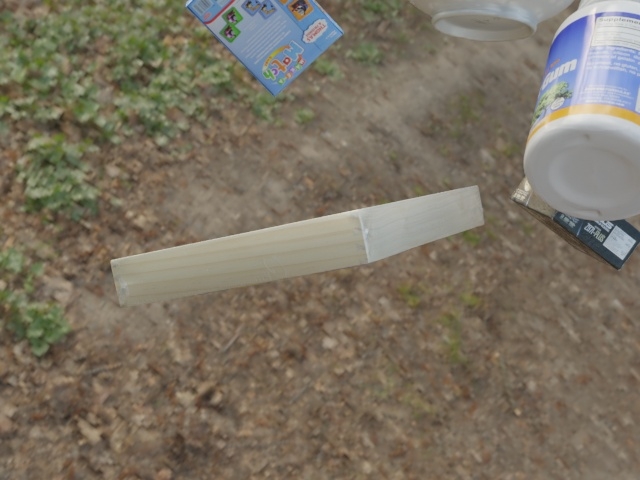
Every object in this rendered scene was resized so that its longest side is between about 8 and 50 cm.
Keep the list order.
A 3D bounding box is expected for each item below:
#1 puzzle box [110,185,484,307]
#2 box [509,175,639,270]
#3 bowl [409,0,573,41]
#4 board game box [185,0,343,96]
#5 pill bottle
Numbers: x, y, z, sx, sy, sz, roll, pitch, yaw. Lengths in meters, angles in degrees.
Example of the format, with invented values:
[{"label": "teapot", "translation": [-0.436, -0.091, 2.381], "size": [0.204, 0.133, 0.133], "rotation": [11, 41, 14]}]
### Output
[{"label": "puzzle box", "translation": [0.000, 0.000, 1.145], "size": [0.409, 0.272, 0.052], "rotation": [-14, 92, -65]}, {"label": "box", "translation": [0.445, -0.041, 1.825], "size": [0.180, 0.078, 0.147], "rotation": [34, 2, -24]}, {"label": "bowl", "translation": [0.227, -0.352, 1.421], "size": [0.297, 0.297, 0.134], "rotation": [7, 88, -41]}, {"label": "board game box", "translation": [-0.091, -0.366, 1.726], "size": [0.211, 0.160, 0.039], "rotation": [45, 13, -21]}, {"label": "pill bottle", "translation": [0.321, -0.168, 1.161], "size": [0.152, 0.152, 0.272], "rotation": [31, 53, -14]}]
